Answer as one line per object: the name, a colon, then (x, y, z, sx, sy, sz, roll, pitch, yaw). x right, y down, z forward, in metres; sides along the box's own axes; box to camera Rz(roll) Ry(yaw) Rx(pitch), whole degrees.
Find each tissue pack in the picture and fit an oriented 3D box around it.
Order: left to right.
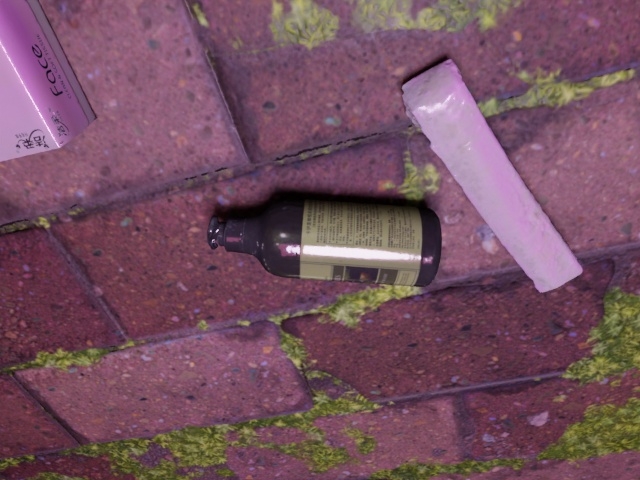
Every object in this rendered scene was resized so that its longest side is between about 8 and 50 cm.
tissue pack: (-0.397, -0.156, 0.466, 0.247, 0.092, 0.148, -10, 122, 9)

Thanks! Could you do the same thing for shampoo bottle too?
shampoo bottle: (0.000, 0.000, 0.556, 0.284, 0.101, 0.101, 4, 124, -1)

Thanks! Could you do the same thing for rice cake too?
rice cake: (0.219, -0.055, 0.542, 0.073, 0.056, 0.365, -33, 117, 23)
